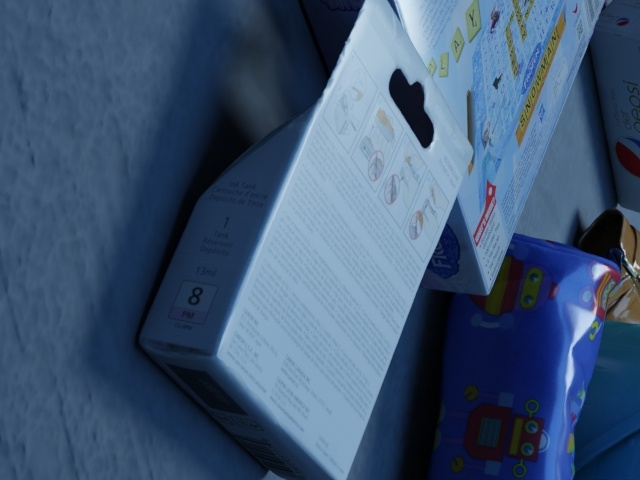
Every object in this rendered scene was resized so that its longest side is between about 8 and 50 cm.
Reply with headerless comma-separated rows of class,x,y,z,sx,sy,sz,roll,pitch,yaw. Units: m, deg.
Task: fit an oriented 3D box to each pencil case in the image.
pencil case,0.135,0.145,1.209,0.133,0.119,0.306,41,57,-72

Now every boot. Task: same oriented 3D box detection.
boot,0.252,0.083,1.507,0.152,0.073,0.197,52,50,-44

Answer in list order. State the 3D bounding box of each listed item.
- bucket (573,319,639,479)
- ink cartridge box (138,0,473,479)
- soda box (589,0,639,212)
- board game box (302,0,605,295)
bucket,0.285,0.198,1.379,0.281,0.183,0.281,-10,105,-43
ink cartridge box,0.000,0.000,0.955,0.189,0.066,0.232,53,50,-54
soda box,0.302,-0.121,1.535,0.074,0.069,0.216,-45,136,-27
board game box,0.099,-0.185,1.126,0.318,0.066,0.318,-64,148,-35
